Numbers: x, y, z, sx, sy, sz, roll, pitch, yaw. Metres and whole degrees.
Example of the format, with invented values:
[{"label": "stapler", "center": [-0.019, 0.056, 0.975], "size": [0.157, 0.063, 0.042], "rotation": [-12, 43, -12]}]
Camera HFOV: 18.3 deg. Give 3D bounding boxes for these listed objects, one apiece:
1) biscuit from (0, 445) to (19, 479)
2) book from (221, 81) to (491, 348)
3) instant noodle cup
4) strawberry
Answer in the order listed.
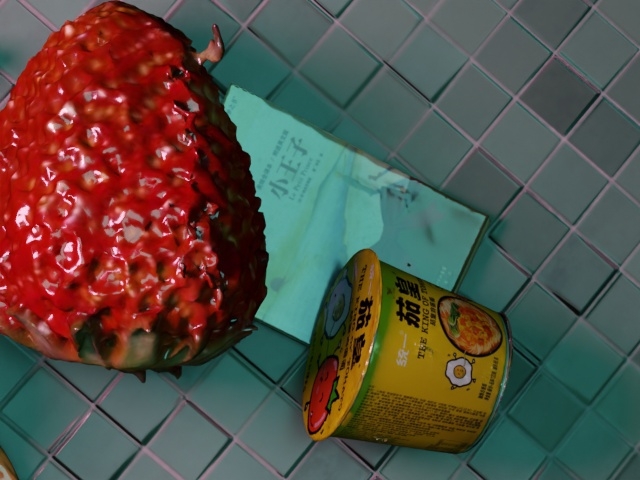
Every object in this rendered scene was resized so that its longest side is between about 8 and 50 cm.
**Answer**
[{"label": "biscuit", "center": [-0.383, 0.312, 1.814], "size": [0.204, 0.040, 0.309], "rotation": [45, 80, -2]}, {"label": "book", "center": [0.000, 0.000, 1.915], "size": [0.289, 0.026, 0.201], "rotation": [26, 84, -6]}, {"label": "instant noodle cup", "center": [0.082, 0.113, 1.827], "size": [0.144, 0.182, 0.182], "rotation": [17, 82, -17]}, {"label": "strawberry", "center": [-0.165, -0.050, 1.747], "size": [0.292, 0.292, 0.343], "rotation": [6, 84, -9]}]
